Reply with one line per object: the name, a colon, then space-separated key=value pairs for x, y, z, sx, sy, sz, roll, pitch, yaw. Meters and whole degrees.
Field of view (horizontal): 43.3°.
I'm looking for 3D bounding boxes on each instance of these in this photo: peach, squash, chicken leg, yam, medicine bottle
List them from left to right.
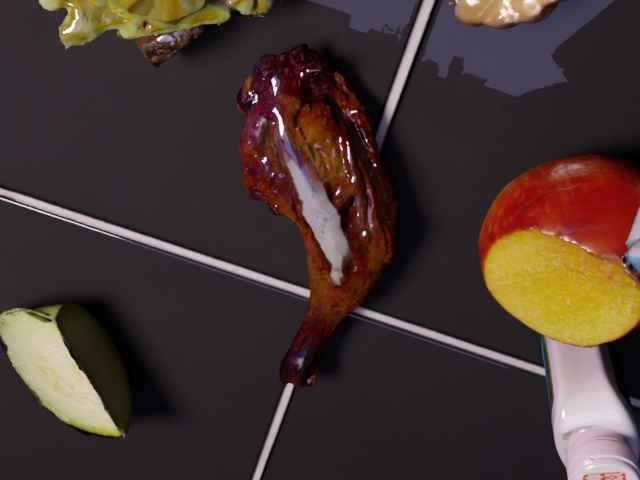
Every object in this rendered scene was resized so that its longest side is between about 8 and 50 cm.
squash: x=-0.305 y=0.139 z=0.986 sx=0.184 sy=0.085 sz=0.192 roll=1 pitch=121 yaw=43
yam: x=-0.161 y=-0.236 z=0.737 sx=0.079 sy=0.079 sz=0.141 roll=-24 pitch=110 yaw=21
chicken leg: x=0.000 y=0.000 z=0.835 sx=0.158 sy=0.096 sz=0.407 roll=4 pitch=122 yaw=13
peach: x=0.241 y=0.012 z=0.743 sx=0.190 sy=0.192 sz=0.190 roll=5 pitch=110 yaw=14
medicine bottle: x=0.269 y=0.163 z=0.806 sx=0.078 sy=0.219 sz=0.115 roll=-12 pitch=118 yaw=16

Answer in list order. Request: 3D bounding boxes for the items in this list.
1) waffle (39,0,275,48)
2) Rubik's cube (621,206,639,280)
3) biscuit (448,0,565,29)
waffle: x=-0.139 y=-0.277 z=0.666 sx=0.223 sy=0.054 sz=0.204 roll=-14 pitch=102 yaw=-15
Rubik's cube: x=0.429 y=-0.032 z=0.576 sx=0.368 sy=0.358 sz=0.387 roll=-46 pitch=128 yaw=9
biscuit: x=0.181 y=-0.257 z=0.670 sx=0.118 sy=0.061 sz=0.183 roll=30 pitch=124 yaw=21
